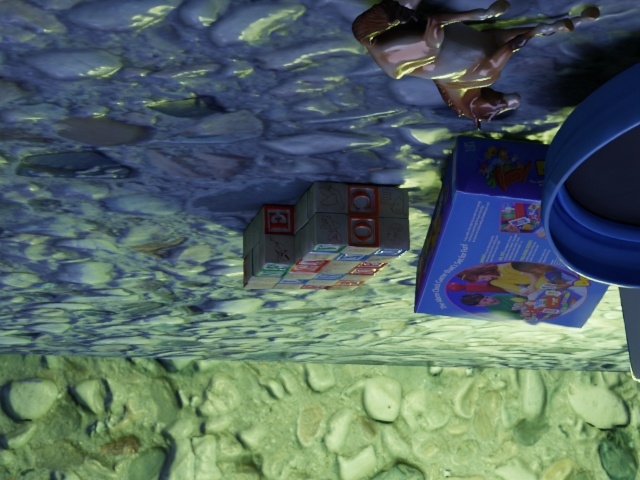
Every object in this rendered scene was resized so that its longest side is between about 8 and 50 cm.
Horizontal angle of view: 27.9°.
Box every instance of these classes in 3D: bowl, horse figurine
[{"bbox_3d":[0.414,-0.076,1.309,0.391,0.077,0.391,-5,149,-3],"label":"bowl"},{"bbox_3d":[0.116,-0.173,1.116,0.263,0.066,0.174,8,158,-43],"label":"horse figurine"}]

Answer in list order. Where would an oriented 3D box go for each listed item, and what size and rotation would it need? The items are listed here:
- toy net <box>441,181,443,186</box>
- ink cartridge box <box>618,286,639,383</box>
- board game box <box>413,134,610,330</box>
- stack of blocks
[{"bbox_3d":[0.254,-0.047,1.732,0.122,0.045,0.232,-10,166,26],"label":"toy net"},{"bbox_3d":[0.548,0.056,1.652,0.307,0.223,0.129,-11,-176,-4],"label":"ink cartridge box"},{"bbox_3d":[0.257,0.001,1.620,0.233,0.078,0.347,6,153,-2],"label":"board game box"},{"bbox_3d":[0.000,0.000,1.800,0.171,0.087,0.297,2,167,-14],"label":"stack of blocks"}]
